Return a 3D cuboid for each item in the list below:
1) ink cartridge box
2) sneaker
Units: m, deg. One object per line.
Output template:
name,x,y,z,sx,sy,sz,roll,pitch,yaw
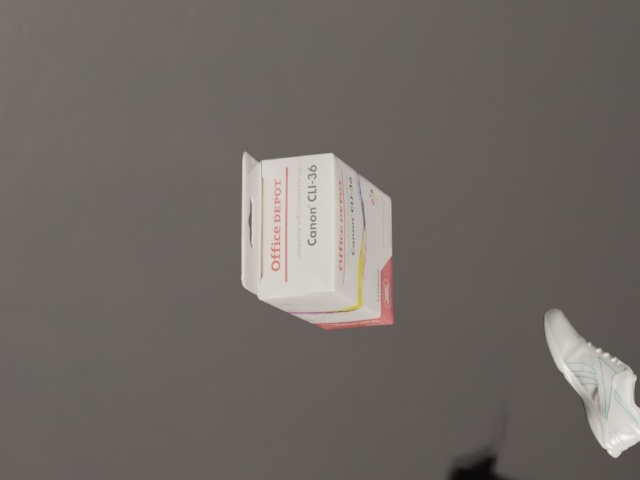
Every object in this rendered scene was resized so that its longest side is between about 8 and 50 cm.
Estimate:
ink cartridge box,0.000,0.000,1.319,0.067,0.115,0.198,-6,167,20
sneaker,0.261,0.125,1.528,0.061,0.152,0.053,-34,162,15
